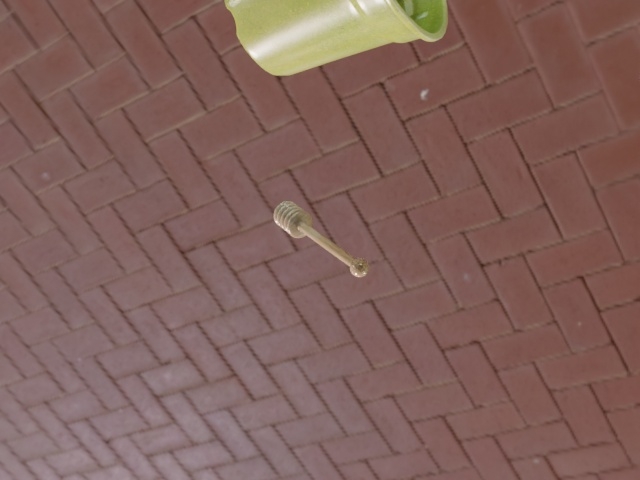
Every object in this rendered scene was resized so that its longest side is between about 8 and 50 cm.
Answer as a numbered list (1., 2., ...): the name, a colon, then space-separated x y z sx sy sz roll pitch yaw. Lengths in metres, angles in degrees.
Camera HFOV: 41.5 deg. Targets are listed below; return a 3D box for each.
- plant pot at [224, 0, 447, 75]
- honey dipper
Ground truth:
1. plant pot: 0.009 -0.369 1.235 0.254 0.276 0.276 -21 114 29
2. honey dipper: 0.000 0.000 0.845 0.030 0.160 0.030 -12 117 -25
